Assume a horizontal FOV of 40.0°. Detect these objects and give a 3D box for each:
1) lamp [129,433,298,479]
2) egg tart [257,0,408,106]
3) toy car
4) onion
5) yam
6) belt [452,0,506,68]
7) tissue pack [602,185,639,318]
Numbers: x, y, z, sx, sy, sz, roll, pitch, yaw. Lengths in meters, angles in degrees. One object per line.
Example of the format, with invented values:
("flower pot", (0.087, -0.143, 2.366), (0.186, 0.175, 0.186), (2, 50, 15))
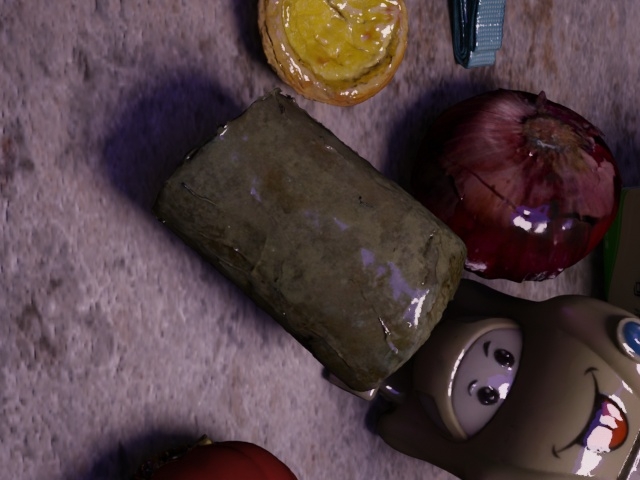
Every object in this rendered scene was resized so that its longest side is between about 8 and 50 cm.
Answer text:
("lamp", (-0.111, 0.315, 0.899), (0.227, 0.227, 0.226), (-3, 96, -26))
("egg tart", (0.011, -0.239, 0.986), (0.191, 0.074, 0.191), (-3, 96, -27))
("toy car", (0.193, 0.158, 0.966), (0.226, 0.336, 0.242), (32, 81, -23))
("onion", (0.226, -0.054, 1.045), (0.252, 0.219, 0.252), (4, 52, -5))
("yam", (0.000, 0.000, 0.891), (0.300, 0.195, 0.195), (41, 76, -2))
("belt", (0.184, -0.303, 1.075), (0.065, 0.100, 0.179), (-12, 115, -26))
("tissue pack", (0.501, 0.121, 1.095), (0.205, 0.332, 0.404), (-4, 91, -11))
